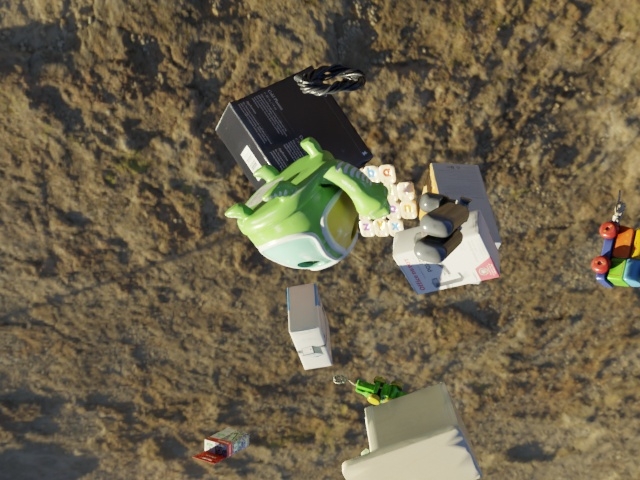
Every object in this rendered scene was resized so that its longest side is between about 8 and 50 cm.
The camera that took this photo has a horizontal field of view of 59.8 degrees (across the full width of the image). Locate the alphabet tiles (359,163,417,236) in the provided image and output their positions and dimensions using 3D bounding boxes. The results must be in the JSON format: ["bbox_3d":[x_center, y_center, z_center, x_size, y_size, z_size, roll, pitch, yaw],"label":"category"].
[{"bbox_3d":[0.206,-0.141,2.011,0.284,0.021,0.278,0,117,27],"label":"alphabet tiles"}]

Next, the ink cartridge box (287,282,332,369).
[{"bbox_3d":[-0.027,0.223,1.433,0.082,0.139,0.190,-11,138,6],"label":"ink cartridge box"}]

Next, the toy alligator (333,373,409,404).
[{"bbox_3d":[0.121,0.338,1.238,0.190,0.056,0.051,8,139,23],"label":"toy alligator"}]

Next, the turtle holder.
[{"bbox_3d":[-0.012,-0.073,1.176,0.320,0.243,0.227,-33,112,18],"label":"turtle holder"}]

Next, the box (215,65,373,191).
[{"bbox_3d":[-0.077,-0.289,1.664,0.312,0.343,0.179,-33,179,-28],"label":"box"}]

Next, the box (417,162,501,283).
[{"bbox_3d":[0.442,-0.059,1.822,0.168,0.345,0.215,2,139,-5],"label":"box"}]

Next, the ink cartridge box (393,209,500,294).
[{"bbox_3d":[0.305,0.033,1.353,0.218,0.092,0.158,-15,129,28],"label":"ink cartridge box"}]

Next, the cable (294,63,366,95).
[{"bbox_3d":[0.035,-0.399,1.374,0.185,0.150,0.047,-14,121,-21],"label":"cable"}]

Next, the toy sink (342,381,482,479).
[{"bbox_3d":[0.168,0.401,1.087,0.234,0.131,0.152,-24,117,10],"label":"toy sink"}]

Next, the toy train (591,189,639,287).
[{"bbox_3d":[0.739,-0.009,1.292,0.105,0.248,0.143,29,165,-38],"label":"toy train"}]

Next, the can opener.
[{"bbox_3d":[0.179,-0.029,0.873,0.095,0.283,0.076,16,105,20],"label":"can opener"}]

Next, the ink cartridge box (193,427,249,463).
[{"bbox_3d":[-0.207,0.431,1.171,0.063,0.029,0.115,3,-178,29],"label":"ink cartridge box"}]
